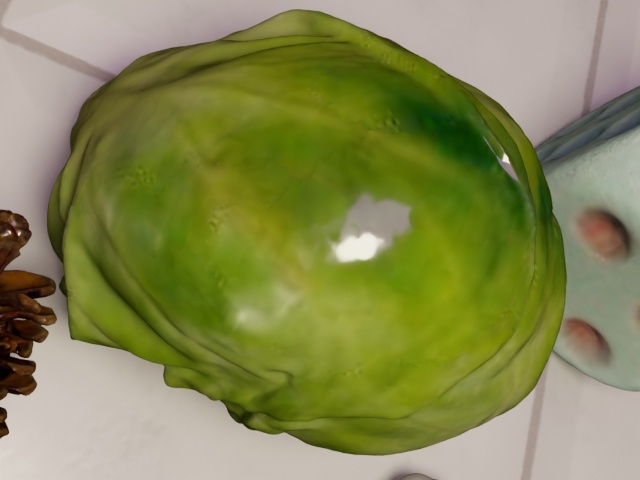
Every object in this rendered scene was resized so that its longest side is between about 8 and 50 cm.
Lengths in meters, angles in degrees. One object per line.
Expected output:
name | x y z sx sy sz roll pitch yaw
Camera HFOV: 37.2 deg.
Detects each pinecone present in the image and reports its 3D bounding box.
pinecone | -0.296 0.066 0.714 0.186 0.169 0.212 32 79 -33

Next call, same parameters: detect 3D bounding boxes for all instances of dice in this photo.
dice | 0.362 -0.016 1.008 0.265 0.268 0.262 -36 95 -27

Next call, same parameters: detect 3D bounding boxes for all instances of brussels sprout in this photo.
brussels sprout | 0.010 -0.009 0.772 0.425 0.361 0.342 20 75 -23

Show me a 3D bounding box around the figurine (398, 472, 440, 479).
figurine | 0.060 0.415 0.843 0.218 0.206 0.365 37 89 8
